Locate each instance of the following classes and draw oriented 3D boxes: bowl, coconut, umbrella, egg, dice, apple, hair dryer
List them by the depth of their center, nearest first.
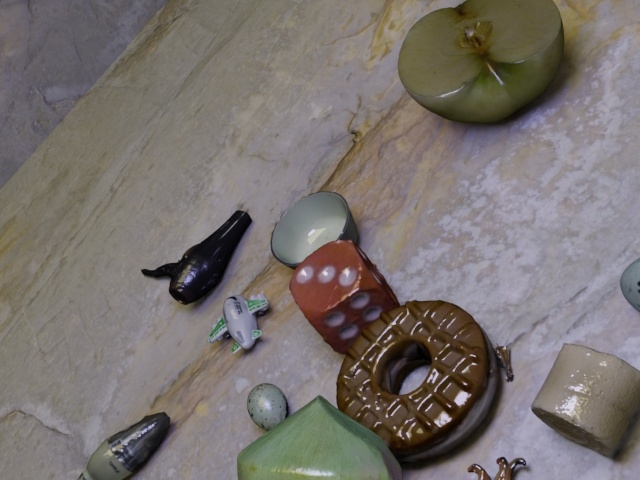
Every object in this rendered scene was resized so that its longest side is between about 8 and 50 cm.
[{"bbox_3d":[0.585,0.074,1.448,0.164,0.131,0.131,17,66,51],"label":"egg"},{"bbox_3d":[0.002,0.429,1.463,0.328,0.281,0.329,7,98,63],"label":"coconut"},{"bbox_3d":[0.342,0.225,1.591,0.031,0.020,0.083,-16,44,6],"label":"umbrella"},{"bbox_3d":[-0.108,0.349,1.784,0.085,0.085,0.110,-40,47,1],"label":"egg"},{"bbox_3d":[0.052,0.121,1.794,0.174,0.175,0.179,-34,44,8],"label":"dice"},{"bbox_3d":[0.367,-0.441,1.965,0.360,0.319,0.312,-97,26,-51],"label":"apple"},{"bbox_3d":[0.000,0.000,1.988,0.211,0.112,0.212,-22,43,22],"label":"bowl"},{"bbox_3d":[-0.360,0.044,2.264,0.359,0.120,0.304,-7,42,45],"label":"hair dryer"}]

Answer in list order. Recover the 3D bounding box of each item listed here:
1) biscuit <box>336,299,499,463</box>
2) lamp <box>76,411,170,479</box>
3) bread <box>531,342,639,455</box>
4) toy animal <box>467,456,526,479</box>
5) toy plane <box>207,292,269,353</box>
[{"bbox_3d":[0.178,0.262,1.618,0.331,0.103,0.332,-22,44,23],"label":"biscuit"},{"bbox_3d":[-0.442,0.476,1.925,0.250,0.101,0.101,-39,40,-3],"label":"lamp"},{"bbox_3d":[0.440,0.254,1.400,0.148,0.134,0.141,23,71,33],"label":"bread"},{"bbox_3d":[0.251,0.448,1.444,0.241,0.057,0.099,-32,48,9],"label":"toy animal"},{"bbox_3d":[-0.189,0.189,1.996,0.174,0.080,0.174,-23,41,22],"label":"toy plane"}]
